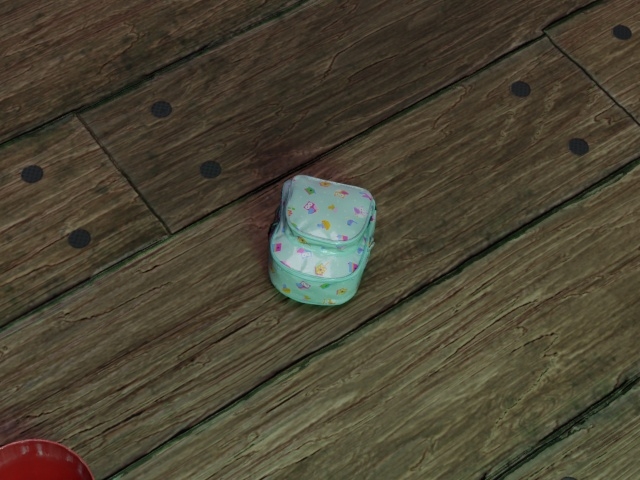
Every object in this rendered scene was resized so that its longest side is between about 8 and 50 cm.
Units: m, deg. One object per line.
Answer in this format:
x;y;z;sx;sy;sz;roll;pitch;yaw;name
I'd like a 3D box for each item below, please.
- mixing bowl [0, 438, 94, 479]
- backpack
-0.390;0.372;1.742;0.181;0.098;0.181;2;57;-3;mixing bowl
0.000;0.000;1.992;0.166;0.144;0.188;13;60;-2;backpack
